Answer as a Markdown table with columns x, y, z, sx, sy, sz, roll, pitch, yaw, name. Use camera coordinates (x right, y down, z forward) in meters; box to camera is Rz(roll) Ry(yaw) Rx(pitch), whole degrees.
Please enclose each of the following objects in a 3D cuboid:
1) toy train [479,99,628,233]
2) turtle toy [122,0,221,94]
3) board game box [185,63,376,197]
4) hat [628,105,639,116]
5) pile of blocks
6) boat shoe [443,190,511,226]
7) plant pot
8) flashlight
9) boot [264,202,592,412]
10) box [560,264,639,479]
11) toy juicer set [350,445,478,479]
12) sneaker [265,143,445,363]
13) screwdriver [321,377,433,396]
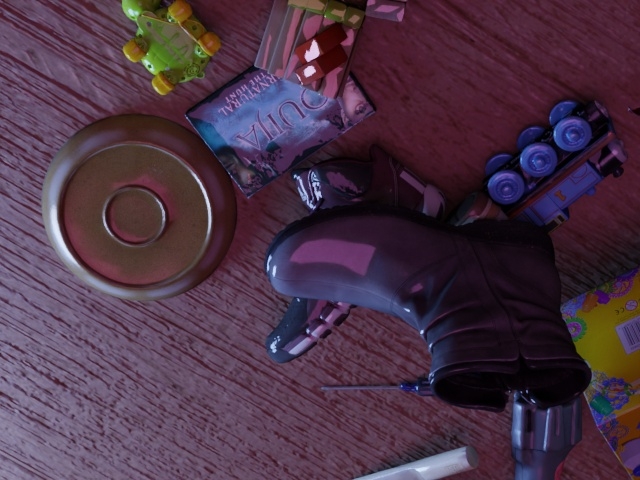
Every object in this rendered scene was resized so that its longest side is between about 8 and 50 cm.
| x | y | z | sx | sy | sz | roll | pitch | yaw | name |
| --- | --- | --- | --- | --- | --- | --- | --- | --- | --- |
| 0.269 | -0.080 | 1.775 | 0.184 | 0.080 | 0.105 | -40 | 108 | 18 | toy train |
| -0.174 | -0.234 | 1.746 | 0.095 | 0.066 | 0.130 | -38 | 103 | 14 | turtle toy |
| -0.046 | -0.150 | 1.791 | 0.186 | 0.026 | 0.126 | -34 | 104 | 13 | board game box |
| 0.455 | -0.160 | 1.680 | 0.208 | 0.183 | 0.173 | -35 | 105 | 13 | hat |
| 0.062 | -0.304 | 1.671 | 0.149 | 0.112 | 0.362 | 43 | 100 | -5 | pile of blocks |
| 0.151 | 0.022 | 1.796 | 0.072 | 0.068 | 0.190 | 36 | 135 | -12 | boat shoe |
| -0.218 | -0.033 | 1.838 | 0.236 | 0.032 | 0.236 | 1 | 109 | 2 | plant pot |
| 0.285 | 0.330 | 1.914 | 0.103 | 0.103 | 0.304 | 2 | 105 | 7 | flashlight |
| 0.112 | 0.075 | 1.652 | 0.338 | 0.222 | 0.118 | -1 | 135 | -4 | boot |
| 0.458 | 0.149 | 1.740 | 0.290 | 0.177 | 0.279 | -27 | 135 | 12 | box |
| 0.187 | 0.375 | 1.864 | 0.329 | 0.089 | 0.209 | 48 | 123 | 8 | toy juicer set |
| 0.000 | 0.000 | 1.813 | 0.162 | 0.106 | 0.281 | 44 | 96 | -6 | sneaker |
| 0.086 | 0.178 | 1.908 | 0.170 | 0.024 | 0.025 | 3 | 80 | 8 | screwdriver |
